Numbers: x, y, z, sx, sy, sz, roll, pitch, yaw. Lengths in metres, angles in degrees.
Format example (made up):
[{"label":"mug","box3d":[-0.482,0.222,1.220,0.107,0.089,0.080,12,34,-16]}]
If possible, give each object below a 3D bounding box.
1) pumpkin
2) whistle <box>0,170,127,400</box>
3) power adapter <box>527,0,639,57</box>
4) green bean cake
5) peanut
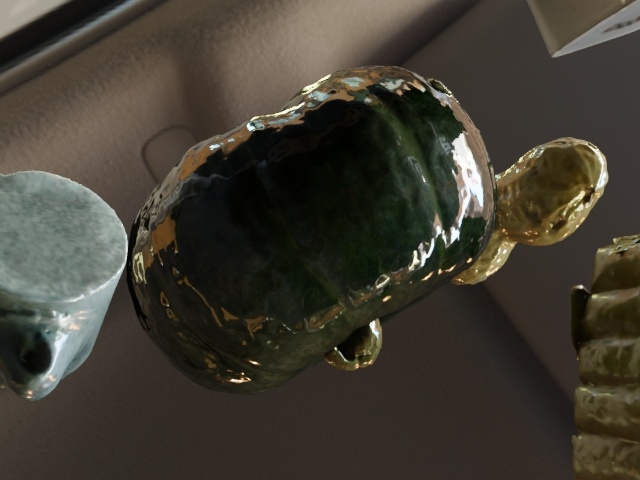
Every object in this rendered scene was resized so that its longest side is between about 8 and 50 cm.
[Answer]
[{"label":"pumpkin","box3d":[0.000,0.000,0.591,0.300,0.300,0.207,-30,-102,-13]},{"label":"whistle","box3d":[-0.379,-0.003,0.850,0.405,0.168,0.188,43,-141,15]},{"label":"power adapter","box3d":[0.210,-0.266,0.568,0.130,0.125,0.205,-20,-93,-22]},{"label":"green bean cake","box3d":[0.314,0.113,0.566,0.224,0.131,0.230,13,-105,-14]},{"label":"peanut","box3d":[0.221,-0.032,0.849,0.098,0.229,0.103,43,-143,-16]}]
